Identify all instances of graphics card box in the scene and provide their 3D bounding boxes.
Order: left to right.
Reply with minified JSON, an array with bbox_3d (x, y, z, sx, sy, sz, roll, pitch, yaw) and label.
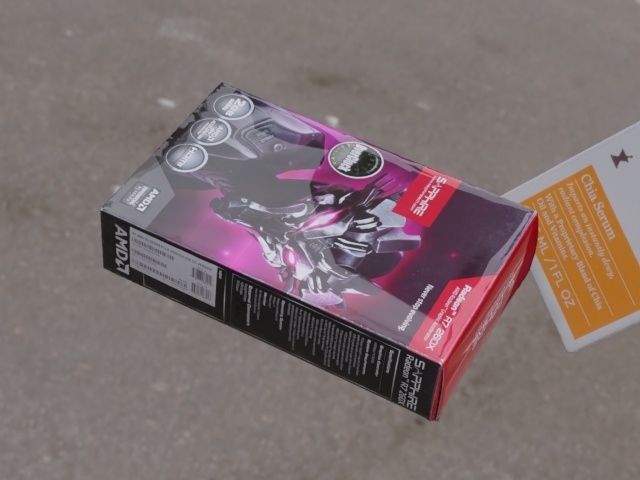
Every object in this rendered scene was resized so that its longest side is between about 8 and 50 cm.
[{"bbox_3d":[0.000,0.000,1.378,0.371,0.094,0.233,24,49,18],"label":"graphics card box"}]

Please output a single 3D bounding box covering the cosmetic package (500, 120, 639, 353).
[{"bbox_3d":[0.474,-0.053,1.743,0.161,0.453,0.230,-9,72,-56],"label":"cosmetic package"}]
